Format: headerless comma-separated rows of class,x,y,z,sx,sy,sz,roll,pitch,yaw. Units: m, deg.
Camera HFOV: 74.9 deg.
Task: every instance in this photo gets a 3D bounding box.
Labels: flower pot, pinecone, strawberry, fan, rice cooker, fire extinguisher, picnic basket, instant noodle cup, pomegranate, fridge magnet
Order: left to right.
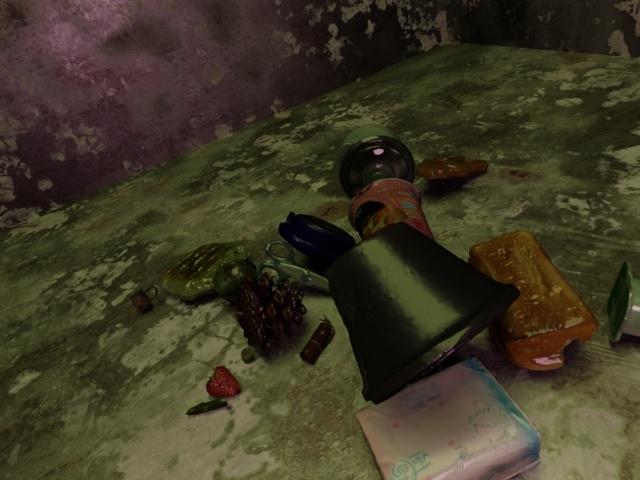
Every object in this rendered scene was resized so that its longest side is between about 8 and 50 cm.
picnic basket,-0.572,0.188,1.380,0.083,0.072,0.072,-37,37,-5
strawberry,-0.238,0.352,1.024,0.083,0.073,0.073,30,46,1
pomegranate,-0.244,0.134,1.258,0.149,0.148,0.169,-27,42,-13
fan,-0.175,0.301,1.108,0.080,0.003,0.060,-10,36,11
pinecone,-0.128,0.180,1.098,0.208,0.207,0.207,-12,35,8
fire extinguisher,-0.004,0.251,1.071,0.056,0.039,0.132,33,51,9
fridge magnet,0.000,0.000,1.259,0.265,0.266,0.112,36,105,49
rice cooker,0.197,-0.272,1.516,0.317,0.264,0.316,26,27,-15
instant noodle cup,0.221,-0.019,1.206,0.244,0.243,0.255,-17,43,1
flower pot,0.165,0.117,0.830,0.379,0.379,0.251,-30,71,-17

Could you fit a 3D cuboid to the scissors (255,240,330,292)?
scissors,-0.047,0.102,1.211,0.289,0.041,0.138,22,89,13

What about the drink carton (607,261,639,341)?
drink carton,0.679,0.143,0.842,0.143,0.146,0.144,12,44,24

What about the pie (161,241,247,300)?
pie,-0.397,0.093,1.423,0.307,0.071,0.306,-17,29,10

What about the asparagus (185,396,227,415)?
asparagus,-0.271,0.397,0.998,0.108,0.025,0.021,-17,-7,4

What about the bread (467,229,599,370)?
bread,0.459,0.128,0.945,0.195,0.148,0.344,-22,33,16

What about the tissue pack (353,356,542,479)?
tissue pack,0.223,0.353,0.761,0.271,0.124,0.201,-23,32,-6

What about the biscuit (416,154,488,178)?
biscuit,0.464,-0.269,1.502,0.295,0.044,0.186,-20,28,-38
